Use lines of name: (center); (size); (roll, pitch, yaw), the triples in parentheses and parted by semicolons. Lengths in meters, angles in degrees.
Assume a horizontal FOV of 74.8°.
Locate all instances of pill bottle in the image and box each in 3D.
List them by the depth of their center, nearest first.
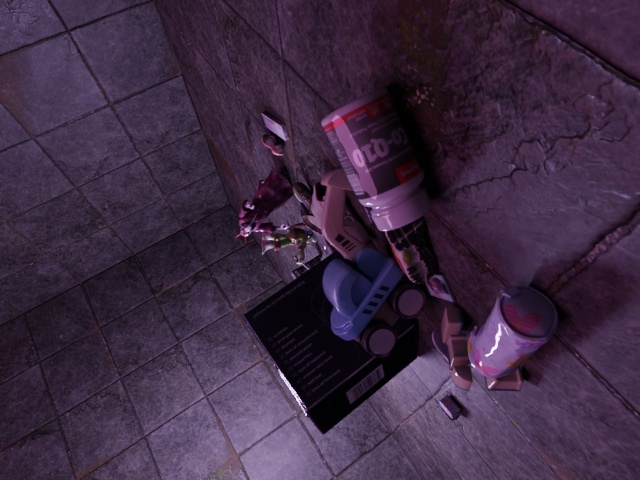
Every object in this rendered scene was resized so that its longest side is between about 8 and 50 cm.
pill bottle: (0.132, -0.176, 0.935); (0.283, 0.161, 0.161); (62, 165, -12)

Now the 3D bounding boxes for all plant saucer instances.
plant saucer: (0.007, -0.064, 1.678); (0.169, 0.029, 0.168); (23, 162, 8)

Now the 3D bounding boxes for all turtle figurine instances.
turtle figurine: (-0.142, 0.042, 1.979); (0.274, 0.266, 0.197); (102, 167, -61)

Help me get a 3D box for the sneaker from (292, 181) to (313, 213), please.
sneaker: (-0.036, -0.159, 1.693); (0.192, 0.064, 0.086); (56, 165, -10)

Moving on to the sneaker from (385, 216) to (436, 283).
sneaker: (0.213, -0.009, 1.116); (0.279, 0.107, 0.118); (68, 170, -25)

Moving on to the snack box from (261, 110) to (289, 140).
snack box: (-0.180, -0.456, 1.658); (0.178, 0.022, 0.064); (44, 160, 44)

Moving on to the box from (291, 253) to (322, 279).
box: (-0.011, 0.193, 2.063); (0.220, 0.175, 0.051); (48, 162, 32)

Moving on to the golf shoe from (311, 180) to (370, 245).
golf shoe: (0.058, -0.087, 1.441); (0.306, 0.115, 0.140); (47, 157, 35)

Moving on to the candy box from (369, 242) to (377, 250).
candy box: (0.173, 0.070, 1.526); (0.105, 0.027, 0.206); (51, 164, 13)

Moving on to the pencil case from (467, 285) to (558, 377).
pencil case: (0.400, 0.202, 0.897); (0.273, 0.114, 0.124); (84, 171, -58)

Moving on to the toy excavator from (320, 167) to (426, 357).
toy excavator: (0.105, 0.064, 1.261); (0.445, 0.433, 0.222); (35, 180, -17)

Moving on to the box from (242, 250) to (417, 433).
box: (0.039, 0.375, 1.630); (0.472, 0.480, 0.297); (45, 163, 38)

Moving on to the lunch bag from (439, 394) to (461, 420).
lunch bag: (0.482, 0.626, 1.556); (0.071, 0.053, 0.083); (48, 170, 40)

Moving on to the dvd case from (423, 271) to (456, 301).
dvd case: (0.324, 0.124, 1.177); (0.087, 0.013, 0.119); (63, 165, -13)

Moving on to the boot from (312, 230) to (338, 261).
boot: (0.001, -0.001, 1.848); (0.208, 0.076, 0.190); (52, 151, -1)

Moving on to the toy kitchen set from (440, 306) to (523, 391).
toy kitchen set: (0.420, 0.295, 1.109); (0.122, 0.166, 0.207); (80, -169, -51)

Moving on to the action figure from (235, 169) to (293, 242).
action figure: (-0.283, -0.154, 1.884); (0.276, 0.370, 0.248); (13, 149, 43)

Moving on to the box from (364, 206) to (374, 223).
box: (0.134, -0.124, 1.107); (0.116, 0.029, 0.162); (63, -156, -14)

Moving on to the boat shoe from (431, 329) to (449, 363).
boat shoe: (0.391, 0.344, 1.317); (0.142, 0.049, 0.040); (57, 165, 1)

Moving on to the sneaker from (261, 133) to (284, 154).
sneaker: (-0.192, -0.416, 1.745); (0.158, 0.061, 0.064); (47, 134, 36)
